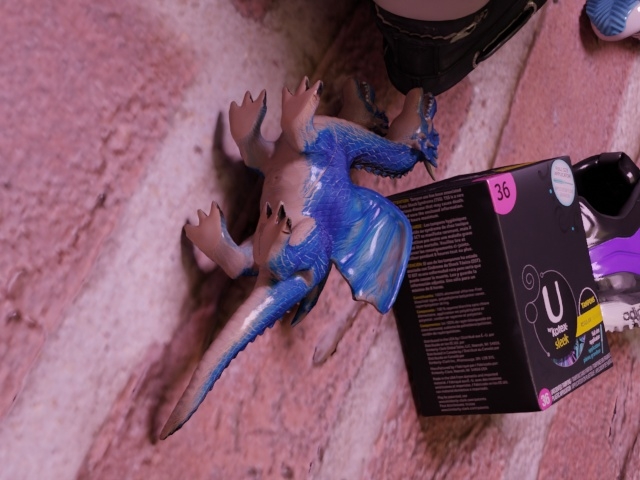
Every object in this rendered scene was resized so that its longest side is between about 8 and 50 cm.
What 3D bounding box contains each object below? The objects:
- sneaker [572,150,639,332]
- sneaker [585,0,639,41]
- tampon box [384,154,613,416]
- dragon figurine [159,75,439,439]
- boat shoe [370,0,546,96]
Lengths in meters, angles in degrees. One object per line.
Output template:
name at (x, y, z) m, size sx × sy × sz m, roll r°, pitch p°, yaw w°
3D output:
sneaker at (0.274, -0.007, 1.065) m, size 0.293 × 0.102 × 0.146 m, roll -9°, pitch 89°, yaw -50°
sneaker at (0.333, -0.228, 1.190) m, size 0.228 × 0.087 × 0.092 m, roll -35°, pitch 112°, yaw -45°
tampon box at (0.126, 0.031, 0.882) m, size 0.120 × 0.101 × 0.161 m, roll -19°, pitch 97°, yaw -50°
dragon figurine at (0.000, 0.000, 0.753) m, size 0.144 × 0.085 × 0.289 m, roll 36°, pitch 56°, yaw -40°
boat shoe at (0.130, -0.219, 0.934) m, size 0.340 × 0.127 × 0.113 m, roll -61°, pitch 157°, yaw -46°
